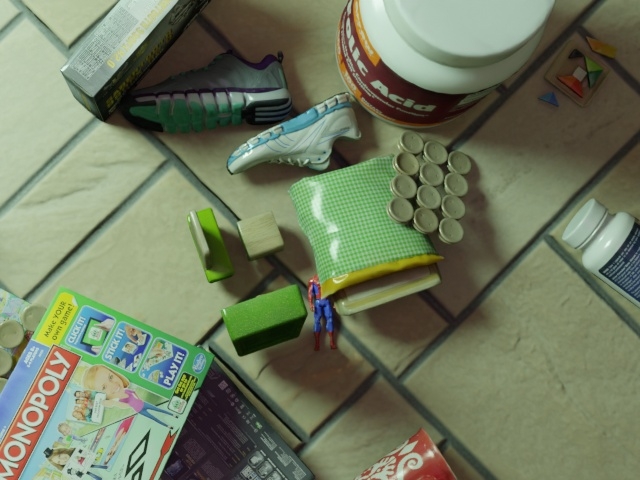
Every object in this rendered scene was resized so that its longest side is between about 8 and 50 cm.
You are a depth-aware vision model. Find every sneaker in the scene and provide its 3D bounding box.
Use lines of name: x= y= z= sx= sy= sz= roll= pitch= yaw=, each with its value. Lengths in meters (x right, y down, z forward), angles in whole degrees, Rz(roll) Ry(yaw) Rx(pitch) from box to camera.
sneaker: x=-0.152 y=-0.201 z=1.713 sx=0.224 sy=0.083 sz=0.098 roll=-2 pitch=65 yaw=-10
sneaker: x=-0.030 y=-0.121 z=1.713 sx=0.191 sy=0.071 sz=0.083 roll=-27 pitch=95 yaw=-7

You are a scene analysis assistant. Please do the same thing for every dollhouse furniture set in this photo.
dollhouse furniture set: x=0.000 y=0.000 z=1.646 sx=0.301 sy=0.151 sz=0.197 roll=-19 pitch=77 yaw=-7

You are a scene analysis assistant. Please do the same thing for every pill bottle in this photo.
pill bottle: x=0.146 y=-0.272 z=1.575 sx=0.224 sy=0.392 sz=0.224 roll=0 pitch=86 yaw=-5
pill bottle: x=0.409 y=0.021 z=1.730 sx=0.169 sy=0.094 sz=0.094 roll=36 pitch=83 yaw=-2

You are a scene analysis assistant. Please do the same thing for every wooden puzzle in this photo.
wooden puzzle: x=0.353 y=-0.229 z=1.783 sx=0.078 sy=0.014 sz=0.116 roll=29 pitch=84 yaw=-3

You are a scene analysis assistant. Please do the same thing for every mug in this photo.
mug: x=0.087 y=0.325 z=1.657 sx=0.169 sy=0.150 sz=0.113 roll=-32 pitch=65 yaw=-2

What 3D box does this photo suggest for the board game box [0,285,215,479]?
board game box: x=-0.284 y=0.231 z=1.551 sx=0.213 sy=0.046 sz=0.317 roll=25 pitch=58 yaw=-3

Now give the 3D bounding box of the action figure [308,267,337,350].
action figure: x=0.003 y=0.087 z=1.720 sx=0.038 sy=0.030 sz=0.115 roll=-4 pitch=84 yaw=-3

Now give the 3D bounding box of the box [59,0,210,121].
box: x=-0.225 y=-0.265 z=1.645 sx=0.056 sy=0.183 sz=0.231 roll=40 pitch=83 yaw=-2

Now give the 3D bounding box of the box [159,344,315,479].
box: x=-0.150 y=0.278 z=1.674 sx=0.183 sy=0.059 sz=0.232 roll=-42 pitch=90 yaw=-10

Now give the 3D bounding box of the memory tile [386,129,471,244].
memory tile: x=0.143 y=-0.070 z=1.716 sx=0.113 sy=0.012 sz=0.148 roll=21 pitch=57 yaw=-15

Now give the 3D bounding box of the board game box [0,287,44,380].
board game box: x=-0.421 y=0.143 z=1.674 sx=0.103 sy=0.026 sz=0.154 roll=27 pitch=84 yaw=-3

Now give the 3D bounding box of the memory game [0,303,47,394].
memory game: x=-0.339 y=0.168 z=1.668 sx=0.186 sy=0.012 sz=0.186 roll=-1 pitch=93 yaw=-19
